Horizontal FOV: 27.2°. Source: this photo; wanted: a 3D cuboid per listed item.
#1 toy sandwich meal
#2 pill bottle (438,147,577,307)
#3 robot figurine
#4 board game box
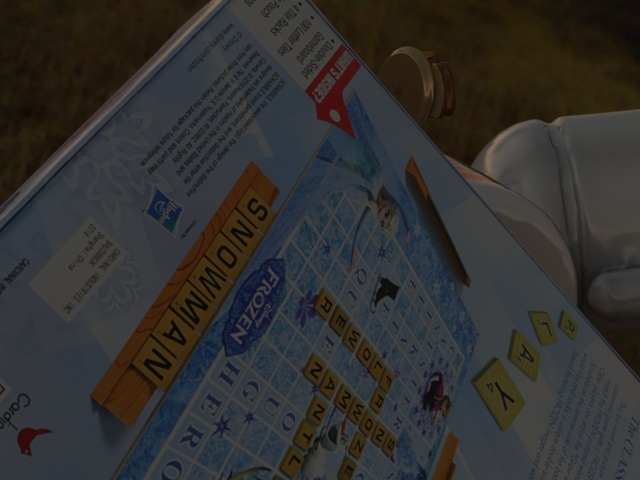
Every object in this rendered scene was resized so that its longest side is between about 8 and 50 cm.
[{"bbox_3d":[0.079,-0.126,1.120,0.029,0.085,0.085,-1,27,-35],"label":"toy sandwich meal"},{"bbox_3d":[0.000,0.000,1.051,0.224,0.224,0.392,12,14,-34],"label":"pill bottle"},{"bbox_3d":[0.277,-0.017,1.191,0.354,0.199,0.300,-5,24,2],"label":"robot figurine"},{"bbox_3d":[0.004,0.100,0.454,0.318,0.066,0.318,48,42,-12],"label":"board game box"}]
